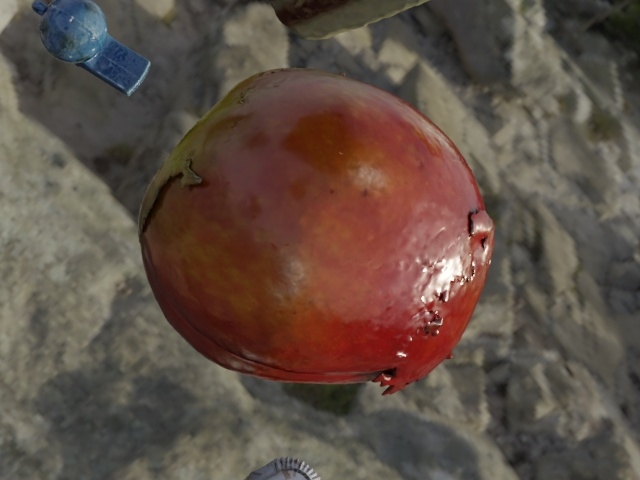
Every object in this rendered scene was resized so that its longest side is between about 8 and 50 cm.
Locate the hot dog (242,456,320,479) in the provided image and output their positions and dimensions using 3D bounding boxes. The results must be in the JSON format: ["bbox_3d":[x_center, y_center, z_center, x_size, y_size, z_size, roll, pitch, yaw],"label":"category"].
[{"bbox_3d":[-0.081,0.368,1.787,0.108,0.191,0.059,56,1,14],"label":"hot dog"}]

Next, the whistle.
[{"bbox_3d":[-0.284,-0.246,1.626,0.158,0.090,0.090,31,33,2],"label":"whistle"}]

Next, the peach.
[{"bbox_3d":[0.000,0.000,1.408,0.370,0.370,0.370,30,37,-26],"label":"peach"}]

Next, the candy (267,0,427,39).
[{"bbox_3d":[0.088,-0.297,1.113,0.135,0.320,0.179,47,52,-25],"label":"candy"}]
